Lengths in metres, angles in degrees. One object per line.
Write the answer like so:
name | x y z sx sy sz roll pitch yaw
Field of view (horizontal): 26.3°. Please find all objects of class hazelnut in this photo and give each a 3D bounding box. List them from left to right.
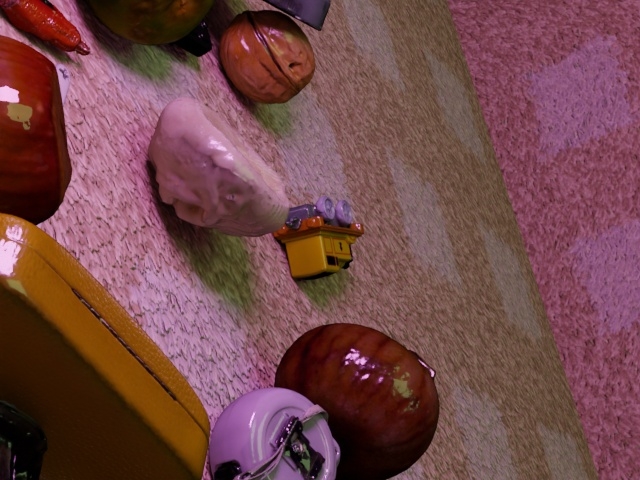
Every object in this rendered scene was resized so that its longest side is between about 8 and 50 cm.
hazelnut | -0.358 -0.113 1.409 0.181 0.180 0.212 86 -4 -59

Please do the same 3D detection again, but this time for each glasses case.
glasses case | -0.260 0.124 1.353 0.371 0.173 0.141 53 26 -35

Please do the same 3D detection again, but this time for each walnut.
walnut | -0.088 -0.301 2.238 0.180 0.144 0.144 58 20 -47

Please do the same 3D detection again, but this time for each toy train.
toy train | 0.000 0.000 2.211 0.219 0.089 0.127 8 71 -66

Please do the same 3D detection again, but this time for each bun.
bun | -0.149 -0.085 1.877 0.231 0.133 0.231 47 5 -5

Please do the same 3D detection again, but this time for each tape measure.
tape measure | -0.054 0.278 1.727 0.178 0.105 0.196 45 46 -25

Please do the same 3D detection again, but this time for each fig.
fig | -0.270 -0.413 1.924 0.275 0.206 0.206 50 14 26
fig | 0.049 0.224 1.897 0.235 0.235 0.214 51 26 -33

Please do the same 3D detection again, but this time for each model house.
model house | -0.300 0.240 1.234 0.165 0.106 0.152 38 33 -42

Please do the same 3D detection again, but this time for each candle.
candle | -0.350 -0.275 1.749 0.162 0.048 0.053 36 71 -52

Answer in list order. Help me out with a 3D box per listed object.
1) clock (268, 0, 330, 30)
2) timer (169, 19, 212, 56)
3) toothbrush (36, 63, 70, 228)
clock | -0.110 -0.428 2.217 0.280 0.055 0.280 28 7 -4
timer | -0.239 -0.376 2.090 0.144 0.055 0.187 24 42 -63
toothbrush | -0.324 -0.094 1.615 0.040 0.040 0.386 50 26 -35
